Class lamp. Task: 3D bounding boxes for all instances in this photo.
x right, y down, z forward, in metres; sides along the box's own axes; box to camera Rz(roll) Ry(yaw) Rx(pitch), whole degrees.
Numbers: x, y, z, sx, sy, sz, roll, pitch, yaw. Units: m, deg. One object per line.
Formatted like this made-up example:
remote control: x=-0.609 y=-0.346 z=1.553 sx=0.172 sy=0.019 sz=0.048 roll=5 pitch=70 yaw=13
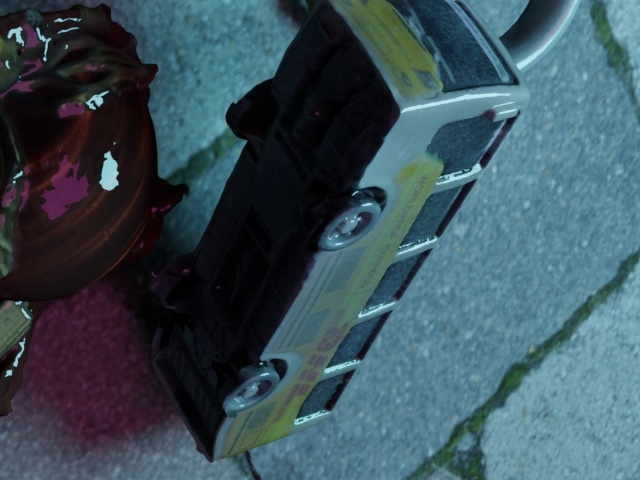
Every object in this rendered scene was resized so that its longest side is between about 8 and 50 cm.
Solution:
lamp: x=-0.162 y=-0.017 z=1.075 sx=0.215 sy=0.151 sz=0.223 roll=-42 pitch=131 yaw=-12

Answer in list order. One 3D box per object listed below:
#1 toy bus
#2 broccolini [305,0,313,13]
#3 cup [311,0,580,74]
toy bus: x=0.000 y=0.000 z=1.142 sx=0.138 sy=0.097 sz=0.342 roll=-13 pitch=148 yaw=-34
broccolini: x=-0.014 y=-0.165 z=1.220 sx=0.254 sy=0.071 sz=0.057 roll=44 pitch=37 yaw=-48
cup: x=0.086 y=-0.251 z=1.112 sx=0.274 sy=0.259 sz=0.356 roll=-1 pitch=115 yaw=-37
